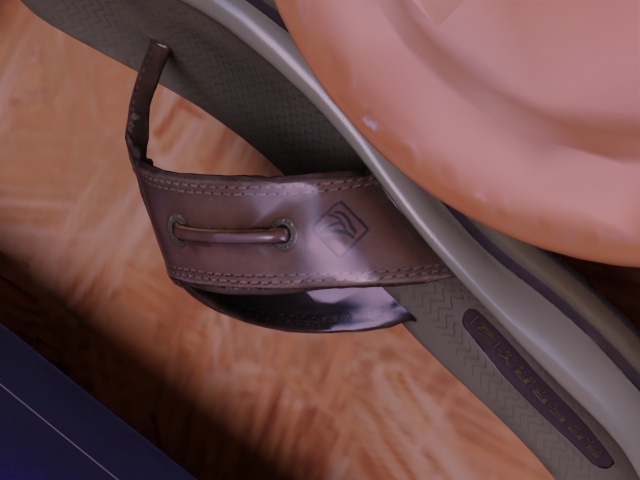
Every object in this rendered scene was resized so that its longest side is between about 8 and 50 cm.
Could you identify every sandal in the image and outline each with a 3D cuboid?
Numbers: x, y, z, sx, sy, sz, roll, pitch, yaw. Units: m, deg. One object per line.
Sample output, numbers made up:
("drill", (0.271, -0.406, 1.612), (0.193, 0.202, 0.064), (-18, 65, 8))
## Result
("sandal", (0.001, 0.001, 0.616), (0.303, 0.120, 0.086), (44, 79, 10))

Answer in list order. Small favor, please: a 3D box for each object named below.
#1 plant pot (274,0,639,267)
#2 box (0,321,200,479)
("plant pot", (0.110, -0.114, 0.490), (0.291, 0.203, 0.291), (8, 106, 27))
("box", (-0.138, 0.138, 0.693), (0.261, 0.184, 0.103), (36, 158, 15))
